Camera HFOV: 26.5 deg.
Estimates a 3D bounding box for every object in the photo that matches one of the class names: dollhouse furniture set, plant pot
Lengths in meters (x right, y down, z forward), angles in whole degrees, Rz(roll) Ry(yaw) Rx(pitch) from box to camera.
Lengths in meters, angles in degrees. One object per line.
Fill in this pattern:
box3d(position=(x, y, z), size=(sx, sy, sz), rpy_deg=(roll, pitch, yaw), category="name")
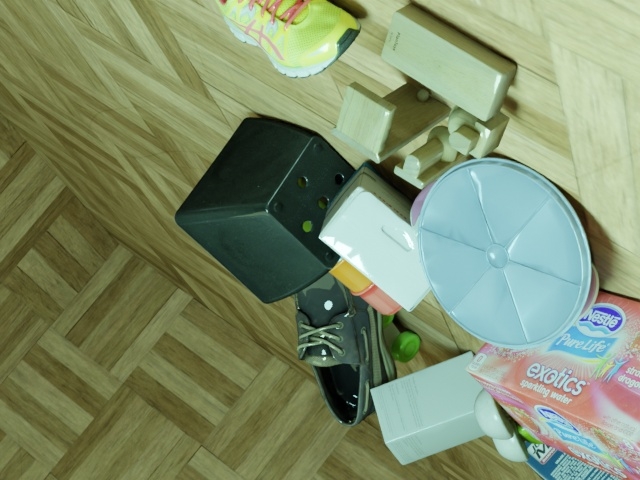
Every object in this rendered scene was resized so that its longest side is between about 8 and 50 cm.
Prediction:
box3d(position=(0.117, -0.143, 1.236), size=(0.144, 0.123, 0.151), rpy_deg=(34, 133, 21), category="dollhouse furniture set")
box3d(position=(-0.040, -0.045, 1.773), size=(0.187, 0.188, 0.167), rpy_deg=(44, 154, -24), category="plant pot")

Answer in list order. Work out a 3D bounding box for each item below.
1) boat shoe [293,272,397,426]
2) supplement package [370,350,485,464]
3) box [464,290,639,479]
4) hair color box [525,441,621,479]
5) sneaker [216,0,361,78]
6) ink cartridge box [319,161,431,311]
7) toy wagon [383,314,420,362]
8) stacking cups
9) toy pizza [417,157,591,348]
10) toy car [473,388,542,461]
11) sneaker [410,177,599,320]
box3d(position=(0.031, 0.152, 2.182), size=(0.132, 0.130, 0.355), rpy_deg=(-5, 123, 30), category="boat shoe")
box3d(position=(0.188, 0.271, 2.185), size=(0.105, 0.179, 0.105), rpy_deg=(55, -164, -54), category="supplement package")
box3d(position=(0.318, 0.155, 1.459), size=(0.142, 0.154, 0.300), rpy_deg=(45, 168, -26), category="box")
box3d(position=(0.455, 0.396, 1.939), size=(0.347, 0.105, 0.174), rpy_deg=(40, 176, 46), category="hair color box")
box3d(position=(-0.046, -0.223, 1.304), size=(0.208, 0.081, 0.094), rpy_deg=(28, 162, 46), category="sneaker")
box3d(position=(0.078, -0.009, 1.594), size=(0.139, 0.082, 0.190), rpy_deg=(40, -167, -4), category="ink cartridge box")
box3d(position=(0.022, 0.090, 2.343), size=(0.267, 0.068, 0.344), rpy_deg=(29, 165, 39), category="toy wagon")
box3d(position=(0.000, 0.000, 1.986), size=(0.316, 0.096, 0.096), rpy_deg=(44, 168, -21), category="stacking cups")
box3d(position=(0.186, 0.012, 1.371), size=(0.201, 0.032, 0.201), rpy_deg=(16, 116, 35), category="toy pizza")
box3d(position=(0.287, 0.201, 1.816), size=(0.182, 0.159, 0.136), rpy_deg=(52, -163, -50), category="toy car")
box3d(position=(0.202, 0.019, 1.467), size=(0.236, 0.095, 0.104), rpy_deg=(35, -177, 26), category="sneaker")
